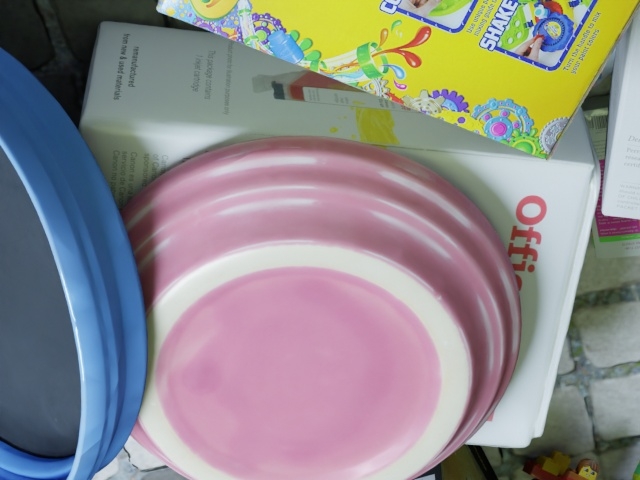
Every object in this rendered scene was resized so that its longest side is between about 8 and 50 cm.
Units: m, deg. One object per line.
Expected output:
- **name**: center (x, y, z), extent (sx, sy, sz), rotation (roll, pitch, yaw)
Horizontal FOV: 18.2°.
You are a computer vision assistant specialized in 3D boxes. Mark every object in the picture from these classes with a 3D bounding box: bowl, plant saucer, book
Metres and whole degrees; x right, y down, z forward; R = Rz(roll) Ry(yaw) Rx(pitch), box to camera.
- **bowl**: center (-0.272, 0.022, 1.493), extent (0.077, 0.391, 0.391), rotation (-25, 135, -39)
- **plant saucer**: center (-0.015, 0.081, 1.480), extent (0.332, 0.084, 0.332), rotation (0, 126, 0)
- **book**: center (0.260, -0.054, 1.622), extent (0.096, 0.035, 0.144), rotation (-9, 123, 8)

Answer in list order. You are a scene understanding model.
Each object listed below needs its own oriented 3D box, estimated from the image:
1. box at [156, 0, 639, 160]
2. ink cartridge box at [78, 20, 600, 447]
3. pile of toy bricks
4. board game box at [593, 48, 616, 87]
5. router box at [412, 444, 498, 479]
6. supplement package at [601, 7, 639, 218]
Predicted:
- **box**: center (0.053, -0.238, 1.340), extent (0.279, 0.290, 0.177), rotation (19, 121, -14)
- **ink cartridge box**: center (0.000, 0.000, 1.573), extent (0.385, 0.160, 0.279), rotation (6, 124, -4)
- **pile of toy bricks**: center (0.298, 0.220, 1.774), extent (0.212, 0.118, 0.105), rotation (26, 87, -7)
- **board game box**: center (0.211, -0.177, 1.545), extent (0.090, 0.020, 0.090), rotation (35, 116, -22)
- **router box**: center (0.124, 0.285, 1.717), extent (0.081, 0.243, 0.308), rotation (-21, 122, 12)
- **supplement package**: center (0.306, -0.172, 1.411), extent (0.175, 0.177, 0.293), rotation (7, 128, 6)
